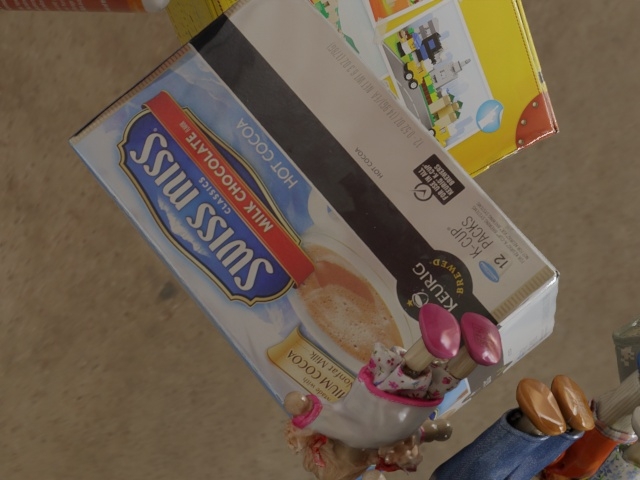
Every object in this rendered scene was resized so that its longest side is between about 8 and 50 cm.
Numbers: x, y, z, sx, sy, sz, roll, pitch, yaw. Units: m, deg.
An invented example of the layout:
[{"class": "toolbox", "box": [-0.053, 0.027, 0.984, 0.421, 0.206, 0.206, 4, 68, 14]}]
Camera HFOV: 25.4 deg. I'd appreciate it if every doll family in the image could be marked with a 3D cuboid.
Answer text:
[{"class": "doll family", "box": [0.102, 0.140, 0.788, 0.263, 0.163, 0.118, 12, 43, -34]}]

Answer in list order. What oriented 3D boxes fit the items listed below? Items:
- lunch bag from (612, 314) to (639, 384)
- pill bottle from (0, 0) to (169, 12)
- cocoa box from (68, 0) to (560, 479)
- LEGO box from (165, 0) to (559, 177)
[{"class": "lunch bag", "box": [0.475, 0.170, 1.637, 0.287, 0.169, 0.235, -25, 110, -45]}, {"class": "pill bottle", "box": [-0.228, -0.241, 1.117, 0.216, 0.121, 0.121, 1, 77, 3]}, {"class": "cocoa box", "box": [0.000, 0.000, 1.187, 0.228, 0.231, 0.347, -40, 75, -3]}, {"class": "LEGO box", "box": [0.028, -0.283, 1.708, 0.373, 0.193, 0.500, -29, 115, -16]}]
